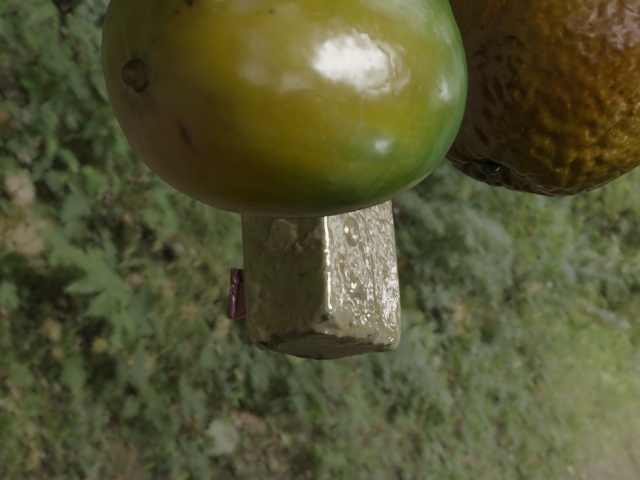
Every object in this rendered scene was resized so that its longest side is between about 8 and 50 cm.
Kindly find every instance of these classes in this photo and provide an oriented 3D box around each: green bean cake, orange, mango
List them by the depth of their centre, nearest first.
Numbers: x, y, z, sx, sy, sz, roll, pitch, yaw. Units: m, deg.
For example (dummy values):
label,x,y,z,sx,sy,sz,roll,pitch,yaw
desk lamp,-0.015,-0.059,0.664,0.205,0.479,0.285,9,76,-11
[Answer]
label,x,y,z,sx,sy,sz,roll,pitch,yaw
mango,-0.007,-0.095,0.595,0.251,0.156,0.114,-68,170,-58
green bean cake,0.000,0.000,1.024,0.109,0.085,0.179,20,62,-52
orange,0.244,-0.212,1.281,0.322,0.357,0.322,28,-15,9

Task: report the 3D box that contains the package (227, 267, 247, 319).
label,x,y,z,sx,sy,sz,roll,pitch,yaw
package,-0.058,0.054,1.370,0.029,0.083,0.059,41,51,-63
